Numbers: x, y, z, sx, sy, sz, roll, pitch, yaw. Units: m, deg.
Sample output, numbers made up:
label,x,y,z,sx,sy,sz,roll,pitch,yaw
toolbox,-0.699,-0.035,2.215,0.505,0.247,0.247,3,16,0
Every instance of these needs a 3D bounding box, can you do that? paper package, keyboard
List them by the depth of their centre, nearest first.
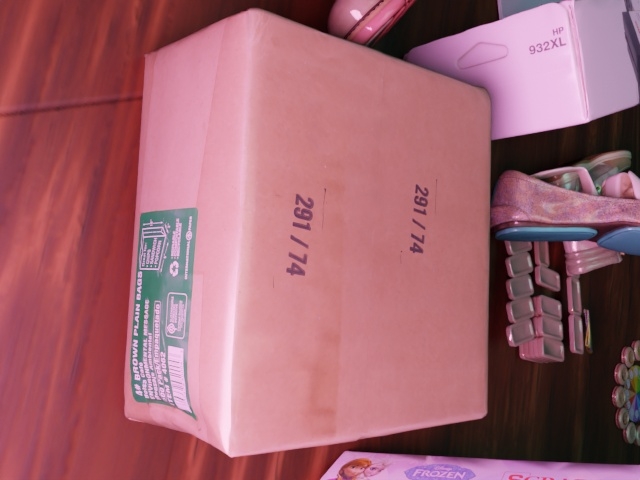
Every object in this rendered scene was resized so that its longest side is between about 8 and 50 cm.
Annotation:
label,x,y,z,sx,sy,sz,roll,pitch,yaw
paper package,0.000,0.000,0.592,0.309,0.168,0.324,6,84,-39
keyboard,0.351,-0.347,1.024,0.256,0.014,0.072,-8,87,-41

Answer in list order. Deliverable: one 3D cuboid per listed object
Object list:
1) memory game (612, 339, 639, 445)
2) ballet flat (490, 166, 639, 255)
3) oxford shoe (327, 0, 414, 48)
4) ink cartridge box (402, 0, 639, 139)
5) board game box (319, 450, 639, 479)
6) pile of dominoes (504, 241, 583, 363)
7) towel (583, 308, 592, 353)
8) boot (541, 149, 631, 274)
label,x,y,z,sx,sy,sz,roll,pitch,yaw
memory game,0.563,0.270,1.164,0.186,0.012,0.186,3,86,-41
ballet flat,0.377,-0.045,0.885,0.316,0.107,0.106,7,74,-15
oxford shoe,0.050,-0.306,0.678,0.130,0.123,0.348,36,44,-16
ink cartridge box,0.290,-0.210,0.819,0.307,0.223,0.129,-20,101,-40
board game box,0.181,0.363,0.623,0.066,0.319,0.318,-28,105,-56
pile of dominoes,0.314,0.049,0.962,0.196,0.040,0.251,18,67,-38
towel,0.415,0.142,1.021,0.083,0.009,0.060,34,56,-62
boot,0.423,-0.047,1.004,0.213,0.077,0.165,-20,92,-37
